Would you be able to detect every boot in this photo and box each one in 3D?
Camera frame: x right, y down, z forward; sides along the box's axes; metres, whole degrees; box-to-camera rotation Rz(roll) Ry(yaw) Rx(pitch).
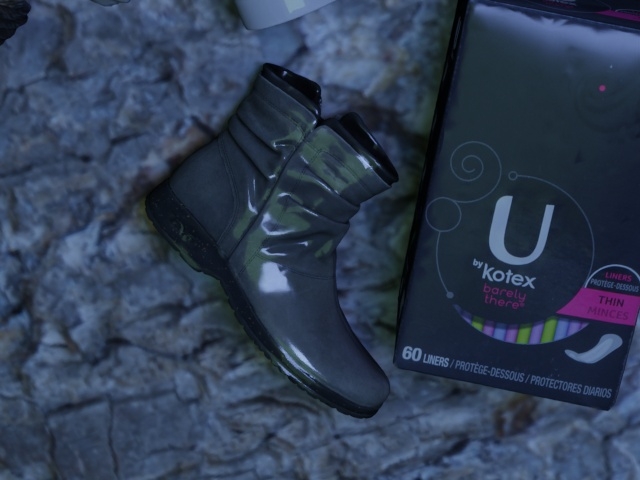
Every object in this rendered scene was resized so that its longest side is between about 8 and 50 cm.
[{"bbox_3d":[0.000,0.000,1.261,0.161,0.083,0.246,-43,89,15],"label":"boot"}]

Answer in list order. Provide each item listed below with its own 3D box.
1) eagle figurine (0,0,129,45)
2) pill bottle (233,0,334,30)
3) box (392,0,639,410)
[{"bbox_3d":[-0.285,-0.220,1.174,0.298,0.225,0.226,-30,114,2],"label":"eagle figurine"},{"bbox_3d":[-0.049,-0.246,1.181,0.112,0.112,0.187,-19,105,10],"label":"pill bottle"},{"bbox_3d":[0.155,-0.040,1.218,0.165,0.143,0.270,10,108,1],"label":"box"}]
